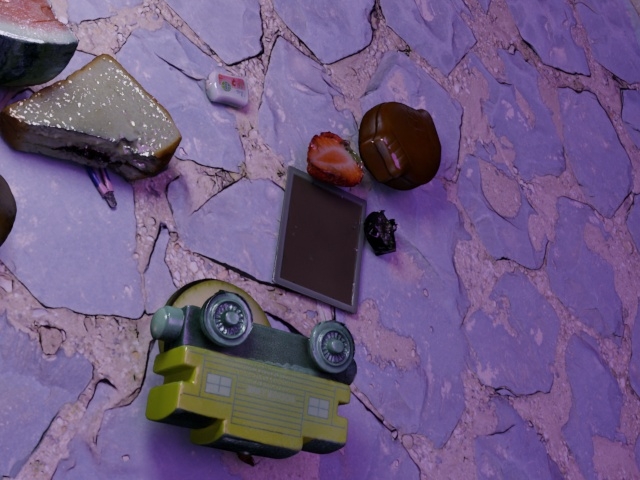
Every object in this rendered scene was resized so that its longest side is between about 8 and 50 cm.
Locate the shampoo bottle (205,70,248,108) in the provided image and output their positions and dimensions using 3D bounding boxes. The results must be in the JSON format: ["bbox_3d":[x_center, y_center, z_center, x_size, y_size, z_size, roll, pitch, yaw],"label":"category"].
[{"bbox_3d":[-0.209,-0.334,2.147,0.099,0.043,0.072,9,66,-37],"label":"shampoo bottle"}]

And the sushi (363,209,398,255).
[{"bbox_3d":[0.137,-0.024,2.274,0.083,0.056,0.084,40,49,-36],"label":"sushi"}]

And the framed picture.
[{"bbox_3d":[0.000,0.000,2.190,0.232,0.019,0.296,24,58,-29],"label":"framed picture"}]

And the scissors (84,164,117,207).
[{"bbox_3d":[-0.425,-0.115,1.896,0.039,0.012,0.113,-23,85,-43],"label":"scissors"}]

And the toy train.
[{"bbox_3d":[-0.121,0.263,1.816,0.442,0.179,0.272,18,67,-30],"label":"toy train"}]

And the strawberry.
[{"bbox_3d":[0.022,-0.171,2.224,0.146,0.082,0.187,51,32,17],"label":"strawberry"}]

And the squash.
[{"bbox_3d":[-0.208,0.198,1.918,0.252,0.049,0.252,15,63,-31],"label":"squash"}]

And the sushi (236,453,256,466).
[{"bbox_3d":[-0.137,0.385,1.886,0.047,0.050,0.099,16,73,-24],"label":"sushi"}]

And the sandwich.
[{"bbox_3d":[-0.429,-0.207,1.862,0.254,0.100,0.288,51,47,-2],"label":"sandwich"}]

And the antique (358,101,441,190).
[{"bbox_3d":[0.186,-0.227,2.345,0.223,0.129,0.278,59,37,-12],"label":"antique"}]

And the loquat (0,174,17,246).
[{"bbox_3d":[-0.611,-0.040,1.605,0.179,0.179,0.227,56,45,-6],"label":"loquat"}]

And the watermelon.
[{"bbox_3d":[-0.593,-0.393,1.745,0.262,0.213,0.201,13,63,-35],"label":"watermelon"}]
